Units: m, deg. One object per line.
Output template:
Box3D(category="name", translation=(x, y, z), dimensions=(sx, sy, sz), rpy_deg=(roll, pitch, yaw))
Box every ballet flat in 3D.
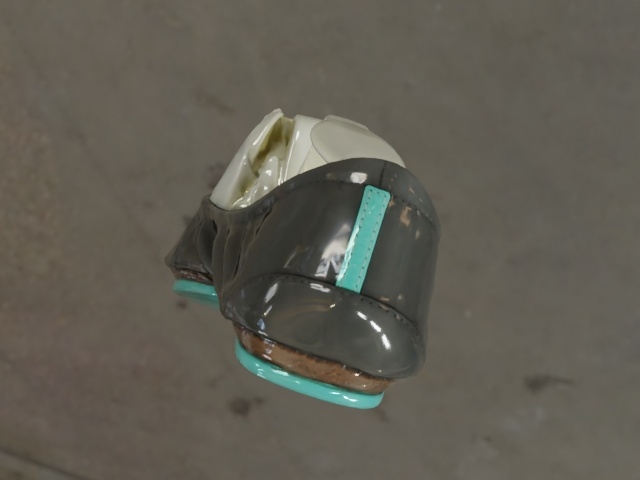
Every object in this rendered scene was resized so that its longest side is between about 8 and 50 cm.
Box3D(category="ballet flat", translation=(0.000, 0.000, 0.717), dimensions=(0.095, 0.096, 0.280), rpy_deg=(17, -179, -12))
